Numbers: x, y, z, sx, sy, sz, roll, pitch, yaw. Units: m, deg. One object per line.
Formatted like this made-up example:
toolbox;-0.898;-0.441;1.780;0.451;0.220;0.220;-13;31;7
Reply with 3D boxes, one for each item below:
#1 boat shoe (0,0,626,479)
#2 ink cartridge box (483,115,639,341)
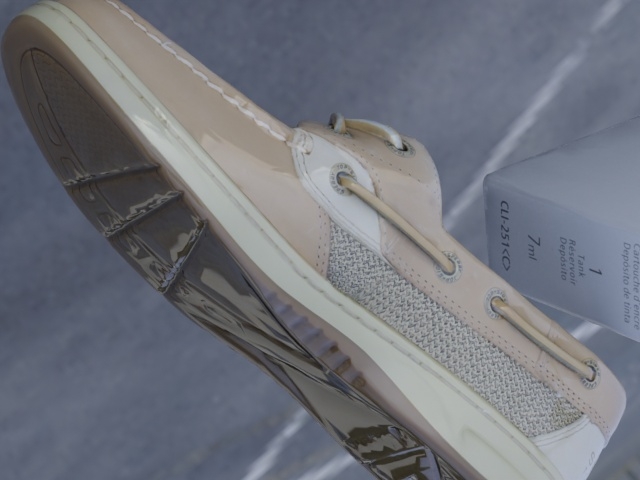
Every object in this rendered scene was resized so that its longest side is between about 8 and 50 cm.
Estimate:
boat shoe;0.000;0.000;0.883;0.110;0.341;0.121;-51;-164;-22
ink cartridge box;0.276;-0.014;0.956;0.296;0.261;0.066;-21;119;-32
